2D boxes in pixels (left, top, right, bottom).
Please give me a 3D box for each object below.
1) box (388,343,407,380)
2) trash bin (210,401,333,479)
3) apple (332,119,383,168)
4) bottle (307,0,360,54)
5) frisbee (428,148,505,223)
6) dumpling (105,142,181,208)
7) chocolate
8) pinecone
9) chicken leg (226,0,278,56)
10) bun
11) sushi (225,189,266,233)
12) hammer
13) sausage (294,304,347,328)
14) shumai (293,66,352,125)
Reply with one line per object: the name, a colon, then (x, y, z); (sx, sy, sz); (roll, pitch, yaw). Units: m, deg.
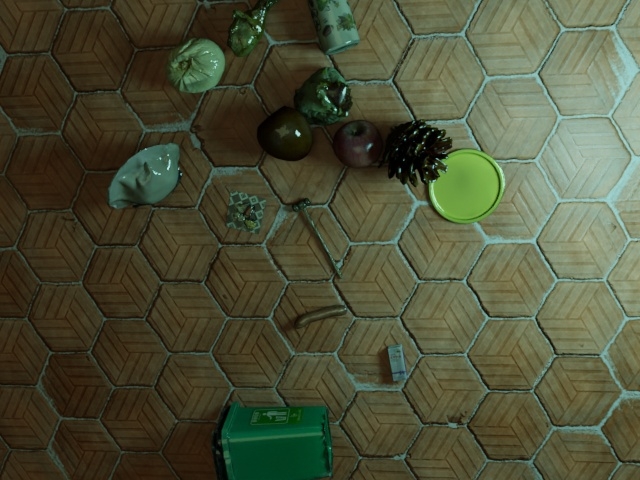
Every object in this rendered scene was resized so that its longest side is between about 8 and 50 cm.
box: (0.258, 0.408, 1.990); (0.050, 0.036, 0.117); (-8, 99, 7)
trash bin: (-0.152, 0.702, 1.980); (0.381, 0.259, 0.295); (-7, 100, 4)
apple: (0.115, -0.288, 1.813); (0.153, 0.153, 0.120); (-8, 137, 7)
bottle: (0.025, -0.687, 1.755); (0.120, 0.120, 0.253); (-19, 98, 9)
frisbee: (0.456, -0.169, 1.866); (0.235, 0.017, 0.236); (1, 102, 6)
dumpling: (-0.545, -0.188, 1.866); (0.293, 0.204, 0.163); (-42, 106, 3)
chocolate: (-0.104, -0.315, 1.821); (0.176, 0.177, 0.177); (1, 101, 5)
pinecone: (0.283, -0.256, 1.757); (0.201, 0.229, 0.203); (18, 107, 10)
chicken leg: (-0.210, -0.664, 1.798); (0.103, 0.088, 0.228); (35, 106, 11)
bun: (-0.388, -0.538, 1.827); (0.188, 0.111, 0.164); (-7, 103, 3)
sushi: (-0.248, -0.091, 1.945); (0.120, 0.026, 0.126); (13, 102, 4)
hammer: (0.000, 0.000, 1.942); (0.058, 0.029, 0.292); (-27, 99, 12)
sausage: (-0.002, 0.250, 1.982); (0.186, 0.043, 0.043); (-18, 99, 8)
shumai: (0.006, -0.426, 1.796); (0.184, 0.142, 0.184); (0, 99, 3)
